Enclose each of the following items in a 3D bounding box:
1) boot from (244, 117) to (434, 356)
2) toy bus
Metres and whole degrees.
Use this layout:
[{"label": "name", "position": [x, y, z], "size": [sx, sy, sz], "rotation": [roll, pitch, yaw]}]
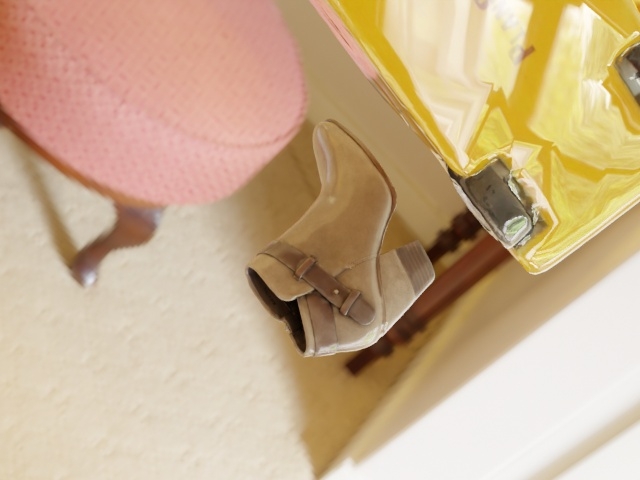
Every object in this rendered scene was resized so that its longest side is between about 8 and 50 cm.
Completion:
[{"label": "boot", "position": [0.000, 0.000, 0.724], "size": [0.087, 0.042, 0.118], "rotation": [-25, 69, -25]}, {"label": "toy bus", "position": [0.035, -0.135, 0.596], "size": [0.333, 0.108, 0.130], "rotation": [49, 3, -37]}]
